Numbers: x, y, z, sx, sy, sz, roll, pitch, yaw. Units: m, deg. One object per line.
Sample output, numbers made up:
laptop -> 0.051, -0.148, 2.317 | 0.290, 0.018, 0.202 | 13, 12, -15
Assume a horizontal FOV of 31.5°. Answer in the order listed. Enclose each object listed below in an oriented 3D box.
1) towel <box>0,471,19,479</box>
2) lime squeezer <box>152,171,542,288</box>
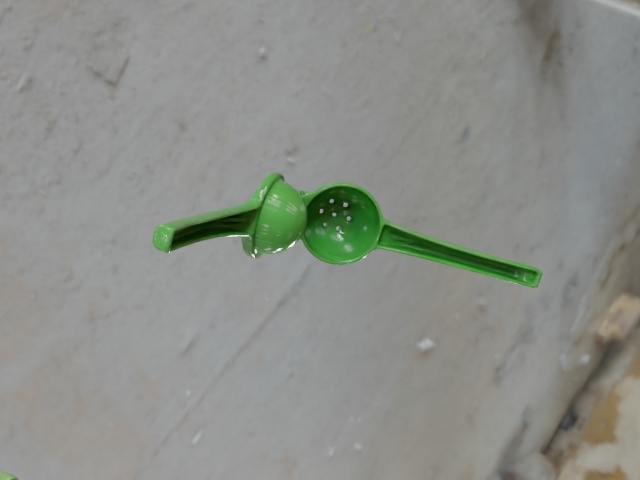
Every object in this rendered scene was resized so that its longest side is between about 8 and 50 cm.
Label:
towel -> -0.179, 0.111, 0.353 | 0.152, 0.113, 0.023 | -38, 121, -39
lime squeezer -> 0.000, 0.000, 0.722 | 0.310, 0.110, 0.059 | 7, 121, -42
